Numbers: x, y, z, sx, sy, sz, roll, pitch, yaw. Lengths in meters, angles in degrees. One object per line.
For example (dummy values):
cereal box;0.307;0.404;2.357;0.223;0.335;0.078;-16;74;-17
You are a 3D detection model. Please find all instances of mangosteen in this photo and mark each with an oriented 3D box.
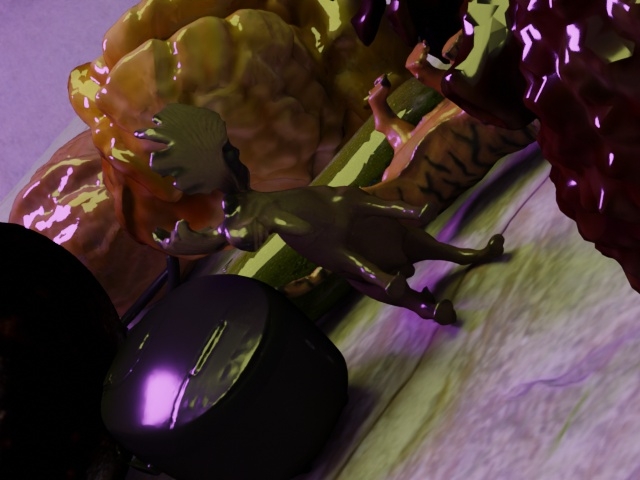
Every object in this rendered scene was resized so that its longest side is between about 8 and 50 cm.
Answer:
mangosteen;-0.278;0.138;1.162;0.297;0.297;0.313;-57;-16;-35

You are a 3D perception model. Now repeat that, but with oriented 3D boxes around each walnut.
walnut;-0.208;-0.021;1.549;0.213;0.213;0.213;-41;17;15

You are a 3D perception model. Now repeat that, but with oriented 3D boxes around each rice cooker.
rice cooker;-0.066;0.099;1.019;0.142;0.118;0.203;-59;22;-18

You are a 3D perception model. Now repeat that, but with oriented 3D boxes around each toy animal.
toy animal;0.065;-0.046;1.088;0.255;0.116;0.114;-44;12;17
toy animal;-0.007;-0.005;0.980;0.186;0.214;0.094;20;85;38

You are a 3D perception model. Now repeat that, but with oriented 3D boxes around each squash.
squash;0.001;0.000;1.157;0.331;0.087;0.087;-45;16;-8

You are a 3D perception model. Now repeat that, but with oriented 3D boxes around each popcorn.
popcorn;-0.071;-0.124;1.344;0.332;0.265;0.225;-17;58;24

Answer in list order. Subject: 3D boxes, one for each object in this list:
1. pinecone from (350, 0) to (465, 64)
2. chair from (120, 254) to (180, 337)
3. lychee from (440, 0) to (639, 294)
pinecone;0.124;-0.327;1.163;0.398;0.398;0.398;-41;17;15
chair;-0.259;0.098;1.431;0.260;0.141;0.154;-46;14;37
lychee;0.205;-0.113;0.605;0.330;0.306;0.306;-13;25;10
